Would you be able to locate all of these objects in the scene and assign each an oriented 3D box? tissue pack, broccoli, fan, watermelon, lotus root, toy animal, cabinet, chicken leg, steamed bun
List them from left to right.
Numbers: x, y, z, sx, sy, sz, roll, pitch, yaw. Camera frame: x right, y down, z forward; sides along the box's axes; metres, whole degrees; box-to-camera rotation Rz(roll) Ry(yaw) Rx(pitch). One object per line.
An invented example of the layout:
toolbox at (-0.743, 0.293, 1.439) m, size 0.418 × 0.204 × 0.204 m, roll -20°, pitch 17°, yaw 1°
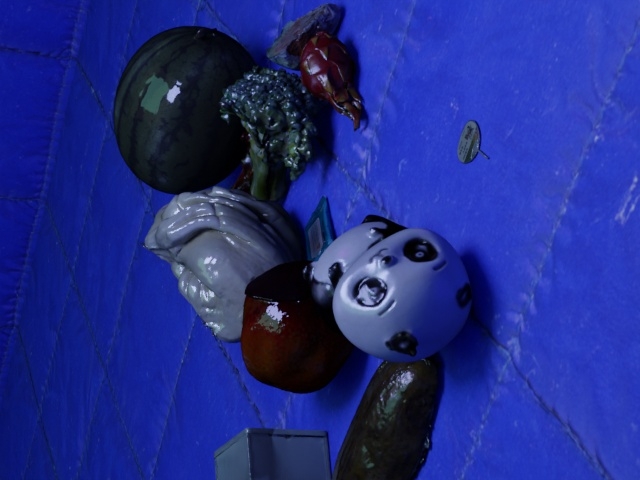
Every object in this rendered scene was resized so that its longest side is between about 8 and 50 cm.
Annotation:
watermelon at (-0.250, -0.256, 2.344) m, size 0.359 × 0.279 × 0.279 m, roll -67°, pitch 30°, yaw 30°
steamed bun at (-0.144, 0.020, 2.112) m, size 0.206 × 0.275 × 0.320 m, roll -43°, pitch 66°, yaw 11°
chicken leg at (-0.126, -0.134, 2.290) m, size 0.048 × 0.089 × 0.219 m, roll -46°, pitch -14°, yaw -52°
cabinet at (-0.074, 0.423, 1.969) m, size 0.150 × 0.145 × 0.206 m, roll -43°, pitch 47°, yaw 53°
broccoli at (-0.061, -0.162, 2.119) m, size 0.199 × 0.177 × 0.274 m, roll 29°, pitch 138°, yaw 43°
watermelon at (-0.018, -0.346, 2.097) m, size 0.139 × 0.071 × 0.187 m, roll -36°, pitch 18°, yaw 27°
tissue pack at (0.000, 0.000, 2.055) m, size 0.085 × 0.028 × 0.138 m, roll -56°, pitch 32°, yaw 39°
lotus root at (0.080, 0.281, 1.762) m, size 0.167 × 0.078 × 0.329 m, roll 55°, pitch 133°, yaw 52°
toy animal at (0.099, 0.069, 1.658) m, size 0.187 × 0.165 × 0.235 m, roll -40°, pitch 20°, yaw -9°
fan at (0.208, -0.136, 1.673) m, size 0.080 × 0.003 × 0.060 m, roll 175°, pitch 99°, yaw -65°

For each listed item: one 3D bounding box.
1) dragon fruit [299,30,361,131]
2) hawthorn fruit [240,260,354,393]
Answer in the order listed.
dragon fruit at (0.018, -0.253, 2.009) m, size 0.094 × 0.094 × 0.190 m, roll -50°, pitch 50°, yaw 50°
hawthorn fruit at (-0.045, 0.154, 1.929) m, size 0.189 × 0.190 × 0.251 m, roll -113°, pitch 34°, yaw -46°
